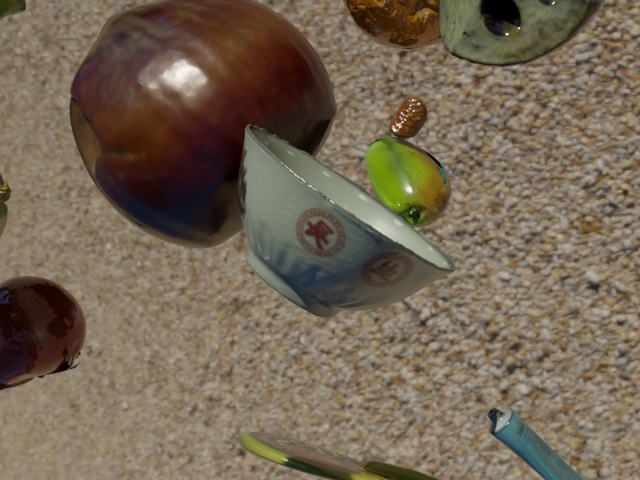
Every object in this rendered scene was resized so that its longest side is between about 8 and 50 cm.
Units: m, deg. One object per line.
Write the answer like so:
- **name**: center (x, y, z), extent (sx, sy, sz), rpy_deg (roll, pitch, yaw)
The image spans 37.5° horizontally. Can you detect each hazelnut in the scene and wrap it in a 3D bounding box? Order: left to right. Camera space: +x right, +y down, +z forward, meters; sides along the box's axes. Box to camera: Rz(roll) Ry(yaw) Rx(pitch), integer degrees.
- **hazelnut**: center (-0.172, -0.202, 1.508), extent (0.402, 0.429, 0.402), rpy_deg (29, 141, 26)

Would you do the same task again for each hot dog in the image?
- **hot dog**: center (0.165, -0.227, 1.760), extent (0.058, 0.035, 0.083), rpy_deg (34, 92, 10)

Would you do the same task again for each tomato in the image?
- **tomato**: center (-0.413, 0.125, 1.324), extent (0.167, 0.167, 0.167), rpy_deg (17, 111, 50)

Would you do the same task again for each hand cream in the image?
- **hand cream**: center (0.332, 0.324, 1.403), extent (0.224, 0.083, 0.048), rpy_deg (42, 115, -9)

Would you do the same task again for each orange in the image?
- **orange**: center (0.135, -0.402, 1.443), extent (0.193, 0.219, 0.219), rpy_deg (-128, 41, -61)

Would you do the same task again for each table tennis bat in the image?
- **table tennis bat**: center (0.049, 0.358, 1.474), extent (0.224, 0.368, 0.054), rpy_deg (152, 135, -82)

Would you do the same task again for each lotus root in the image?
- **lotus root**: center (0.252, -0.323, 1.205), extent (0.210, 0.314, 0.142), rpy_deg (16, 129, 2)

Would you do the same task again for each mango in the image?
- **mango**: center (0.145, -0.104, 1.579), extent (0.111, 0.125, 0.233), rpy_deg (-53, 28, 18)

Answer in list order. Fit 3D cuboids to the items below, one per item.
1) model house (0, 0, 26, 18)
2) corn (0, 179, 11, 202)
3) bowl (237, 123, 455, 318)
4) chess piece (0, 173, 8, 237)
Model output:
- **model house**: center (-0.340, -0.286, 0.669), extent (0.215, 0.237, 0.303), rpy_deg (30, 142, 66)
- **corn**: center (-0.467, -0.070, 1.281), extent (0.037, 0.092, 0.037), rpy_deg (-11, 77, 57)
- **bowl**: center (0.000, 0.000, 1.269), extent (0.337, 0.337, 0.158), rpy_deg (42, 101, 39)
- **chess piece**: center (-0.501, -0.028, 1.000), extent (0.442, 0.234, 0.234), rpy_deg (-28, -70, -82)
